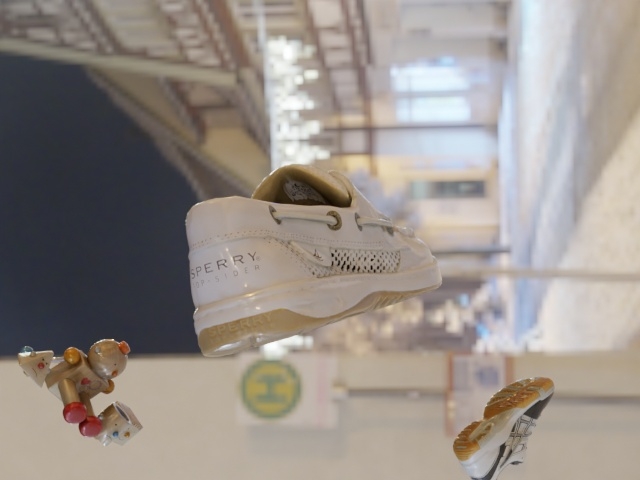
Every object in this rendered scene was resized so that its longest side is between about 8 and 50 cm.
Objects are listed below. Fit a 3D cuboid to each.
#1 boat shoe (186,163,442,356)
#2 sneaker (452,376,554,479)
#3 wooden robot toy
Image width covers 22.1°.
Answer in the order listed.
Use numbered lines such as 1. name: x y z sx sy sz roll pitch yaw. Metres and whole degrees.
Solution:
1. boat shoe: 0.000 0.000 0.955 0.277 0.098 0.096 -10 -96 -72
2. sneaker: 0.113 0.115 0.985 0.032 0.083 0.037 1 123 55
3. wooden robot toy: -0.195 0.127 1.465 0.173 0.079 0.076 50 -178 -46
